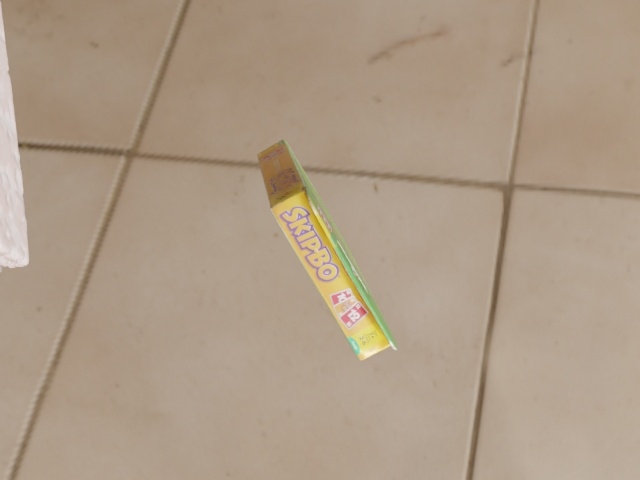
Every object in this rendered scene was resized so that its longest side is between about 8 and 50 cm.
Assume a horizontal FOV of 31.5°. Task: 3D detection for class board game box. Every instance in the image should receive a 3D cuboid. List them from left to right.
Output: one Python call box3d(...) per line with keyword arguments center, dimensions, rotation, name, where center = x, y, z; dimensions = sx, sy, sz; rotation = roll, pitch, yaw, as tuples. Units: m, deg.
box3d(center=(0.000, 0.000, 0.847), dimensions=(0.039, 0.124, 0.259), rotation=(-31, 14, -1), name="board game box")

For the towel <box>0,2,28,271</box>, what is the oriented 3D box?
box3d(center=(-0.339, -0.149, 0.974), dimensions=(0.053, 0.332, 0.317), rotation=(-10, 77, 1), name="towel")
